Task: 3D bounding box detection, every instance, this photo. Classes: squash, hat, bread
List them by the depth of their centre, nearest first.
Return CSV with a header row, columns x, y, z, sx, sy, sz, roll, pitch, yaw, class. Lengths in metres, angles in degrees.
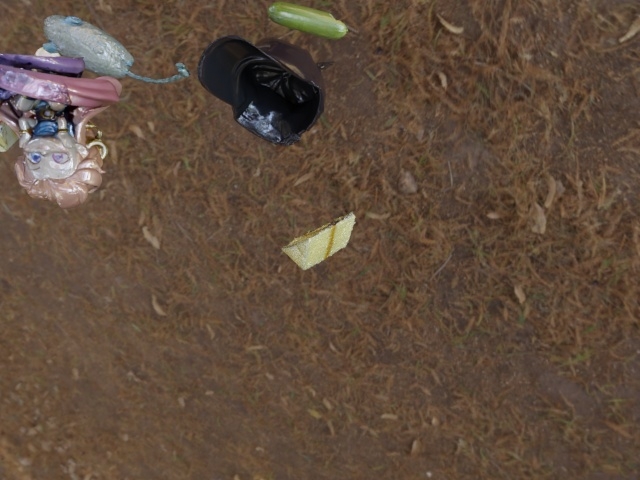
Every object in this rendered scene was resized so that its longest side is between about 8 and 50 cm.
x,y,z,sx,sy,sz,roll,pitch,yaw,class
-0.111,-0.380,1.064,0.238,0.208,0.336,-4,159,24,hat
-0.036,-0.641,1.415,0.239,0.069,0.069,13,125,-6,squash
0.000,0.000,1.737,0.178,0.266,0.141,1,109,45,bread

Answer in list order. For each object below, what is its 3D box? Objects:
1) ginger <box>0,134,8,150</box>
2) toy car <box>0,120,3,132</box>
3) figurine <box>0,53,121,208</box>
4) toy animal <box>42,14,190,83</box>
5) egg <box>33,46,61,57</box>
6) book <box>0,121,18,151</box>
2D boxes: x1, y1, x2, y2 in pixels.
x,y,z,sx,sy,sz,roll,pitch,yaw,class
-0.719,-0.248,1.030,0.058,0.044,0.137,19,135,50,ginger
-0.660,-0.207,0.913,0.139,0.112,0.112,2,123,0,toy car
-0.257,-0.113,0.478,0.126,0.114,0.156,-7,132,-10,figurine
-0.311,-0.276,0.737,0.253,0.079,0.070,24,104,7,toy animal
-0.784,-0.508,1.405,0.080,0.080,0.096,37,152,-4,egg
-0.874,-0.375,1.347,0.026,0.289,0.201,-8,118,-16,book
